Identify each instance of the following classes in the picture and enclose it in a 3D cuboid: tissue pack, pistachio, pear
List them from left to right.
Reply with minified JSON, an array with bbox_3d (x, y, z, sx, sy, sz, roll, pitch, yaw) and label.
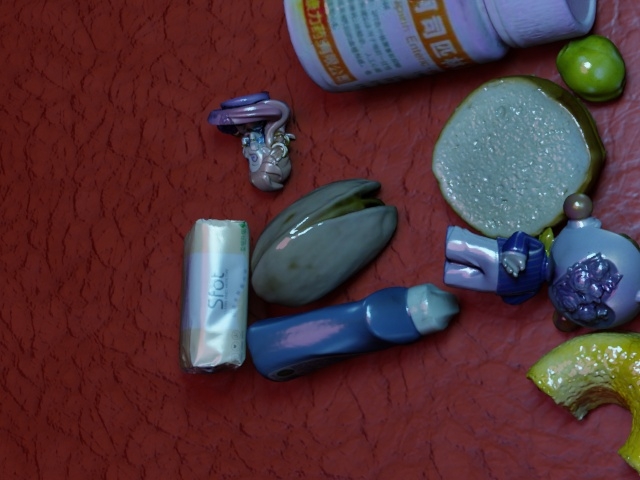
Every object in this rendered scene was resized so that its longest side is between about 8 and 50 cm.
[{"bbox_3d":[-0.159,0.086,2.012,0.090,0.186,0.222,4,83,-12],"label":"tissue pack"},{"bbox_3d":[0.000,0.000,1.959,0.238,0.153,0.138,-34,77,-8],"label":"pistachio"},{"bbox_3d":[0.365,-0.230,1.825,0.097,0.092,0.092,35,103,-15],"label":"pear"}]

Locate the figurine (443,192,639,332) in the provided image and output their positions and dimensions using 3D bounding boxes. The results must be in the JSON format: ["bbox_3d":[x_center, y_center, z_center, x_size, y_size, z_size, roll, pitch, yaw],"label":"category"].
[{"bbox_3d":[0.295,0.029,1.763,0.274,0.133,0.194,25,121,-1],"label":"figurine"}]

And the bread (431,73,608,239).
[{"bbox_3d":[0.267,-0.112,1.846,0.236,0.070,0.236,4,97,32],"label":"bread"}]

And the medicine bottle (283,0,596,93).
[{"bbox_3d":[0.163,-0.338,1.869,0.388,0.219,0.219,-9,80,26],"label":"medicine bottle"}]

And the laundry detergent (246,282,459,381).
[{"bbox_3d":[0.048,0.119,1.917,0.290,0.143,0.094,-19,72,21],"label":"laundry detergent"}]

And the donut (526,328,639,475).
[{"bbox_3d":[0.394,0.192,1.753,0.259,0.101,0.152,39,96,30],"label":"donut"}]

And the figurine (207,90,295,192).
[{"bbox_3d":[-0.085,-0.154,2.049,0.157,0.114,0.126,55,149,-6],"label":"figurine"}]
